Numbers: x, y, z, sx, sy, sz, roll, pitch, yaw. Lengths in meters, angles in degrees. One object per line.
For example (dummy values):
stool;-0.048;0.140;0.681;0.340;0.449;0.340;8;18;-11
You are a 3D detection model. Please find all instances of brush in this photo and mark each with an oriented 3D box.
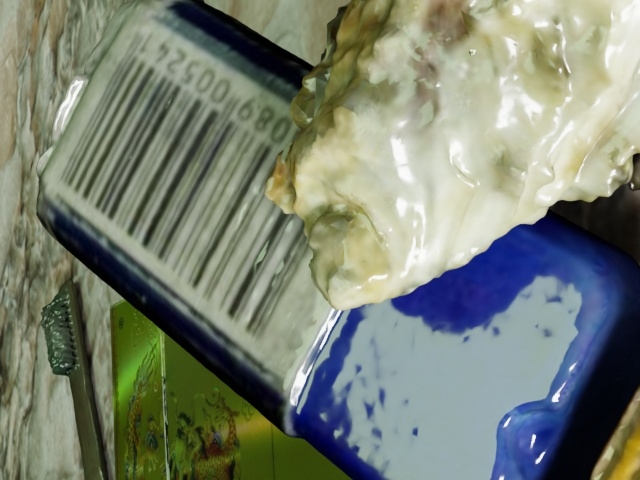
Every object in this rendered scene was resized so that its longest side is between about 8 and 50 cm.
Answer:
brush;-0.195;0.119;1.000;0.034;0.028;0.190;-44;52;44

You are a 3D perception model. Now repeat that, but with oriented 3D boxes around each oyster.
oyster;0.088;-0.131;0.481;0.201;0.107;0.354;22;87;40

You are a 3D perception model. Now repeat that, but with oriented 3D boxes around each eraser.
eraser;0.000;0.000;0.617;0.332;0.102;0.155;34;101;35

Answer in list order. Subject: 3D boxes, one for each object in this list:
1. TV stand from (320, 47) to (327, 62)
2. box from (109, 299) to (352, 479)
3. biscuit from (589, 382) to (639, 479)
TV stand;0.091;-0.088;0.612;0.256;0.049;0.040;2;86;55
box;-0.041;0.090;0.772;0.311;0.043;0.172;-23;66;50
biscuit;0.104;0.208;0.513;0.054;0.094;0.378;51;125;52
